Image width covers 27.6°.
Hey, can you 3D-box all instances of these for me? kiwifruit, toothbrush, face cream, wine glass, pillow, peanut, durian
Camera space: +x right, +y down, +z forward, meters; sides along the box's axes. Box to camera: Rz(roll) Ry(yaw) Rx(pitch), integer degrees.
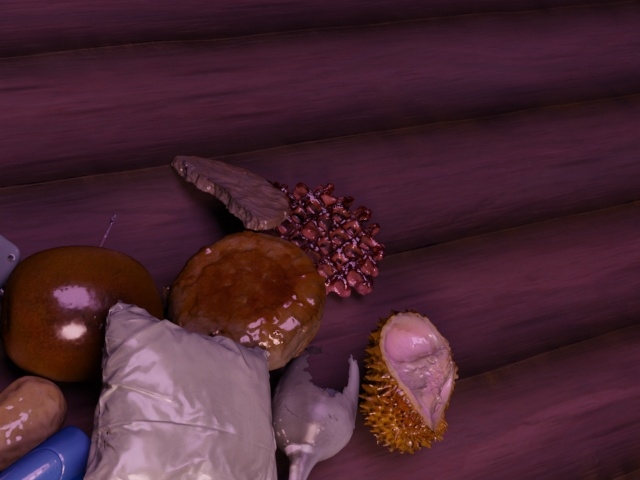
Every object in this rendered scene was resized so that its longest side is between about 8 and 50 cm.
[{"bbox_3d":[-0.336,0.106,1.859,0.234,0.196,0.196,7,55,-31],"label":"kiwifruit"},{"bbox_3d":[-0.340,-0.004,2.053,0.006,0.008,0.097,18,51,1],"label":"toothbrush"},{"bbox_3d":[-0.404,0.345,1.676,0.264,0.149,0.083,-36,72,-29],"label":"face cream"},{"bbox_3d":[-0.024,0.306,1.925,0.143,0.143,0.321,23,48,-13],"label":"wine glass"},{"bbox_3d":[-0.183,0.242,1.745,0.283,0.138,0.310,19,53,-30],"label":"pillow"},{"bbox_3d":[-0.456,0.262,1.736,0.274,0.111,0.125,-26,96,-41],"label":"peanut"},{"bbox_3d":[0.129,0.223,2.061,0.183,0.138,0.249,33,40,-6],"label":"durian"}]

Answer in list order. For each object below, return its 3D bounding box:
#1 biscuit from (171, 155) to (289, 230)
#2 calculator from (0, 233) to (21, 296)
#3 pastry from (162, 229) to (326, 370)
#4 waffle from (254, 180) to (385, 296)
[{"bbox_3d":[-0.127,-0.081,2.145,0.133,0.032,0.250,-5,31,-43],"label":"biscuit"},{"bbox_3d":[-0.553,0.007,1.905,0.246,0.045,0.141,35,49,-3],"label":"calculator"},{"bbox_3d":[-0.109,0.101,1.996,0.257,0.120,0.236,-35,54,-26],"label":"pastry"},{"bbox_3d":[0.000,0.000,2.205,0.234,0.055,0.221,9,56,-17],"label":"waffle"}]
